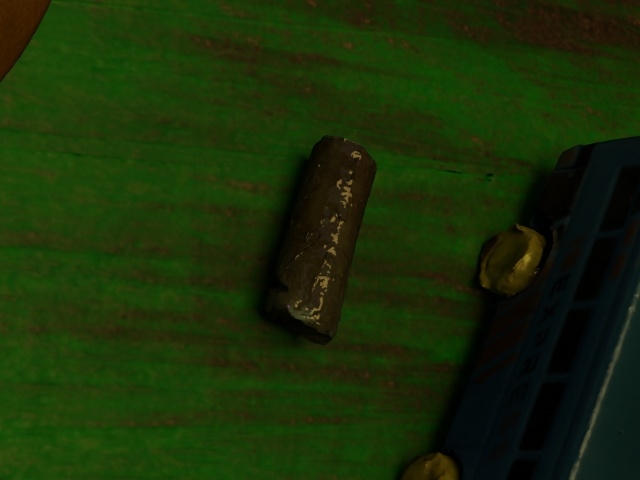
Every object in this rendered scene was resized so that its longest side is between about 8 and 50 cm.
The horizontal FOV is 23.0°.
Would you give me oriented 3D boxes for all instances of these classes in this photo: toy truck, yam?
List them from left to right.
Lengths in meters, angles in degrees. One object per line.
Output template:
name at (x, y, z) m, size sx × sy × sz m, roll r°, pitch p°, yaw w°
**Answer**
yam at (0.000, 0.000, 1.045) m, size 0.054 × 0.054 × 0.132 m, roll 26°, pitch 69°, yaw -27°
toy truck at (0.183, 0.116, 1.083) m, size 0.161 × 0.162 × 0.385 m, roll 35°, pitch 66°, yaw -26°

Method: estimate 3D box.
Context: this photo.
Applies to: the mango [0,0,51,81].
mango at (-0.275, -0.115, 0.833) m, size 0.359 × 0.144 × 0.187 m, roll -28°, pitch 101°, yaw -35°
